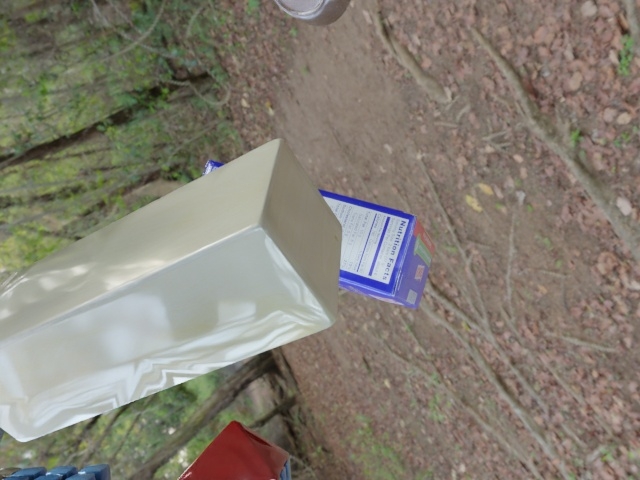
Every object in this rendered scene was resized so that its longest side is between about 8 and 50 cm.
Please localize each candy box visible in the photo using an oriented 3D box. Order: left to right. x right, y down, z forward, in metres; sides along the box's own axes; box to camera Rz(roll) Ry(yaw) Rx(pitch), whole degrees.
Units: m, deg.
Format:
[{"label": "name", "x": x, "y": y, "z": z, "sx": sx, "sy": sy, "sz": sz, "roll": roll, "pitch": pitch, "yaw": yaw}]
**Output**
[{"label": "candy box", "x": 0.000, "y": 0.000, "z": 0.961, "sx": 0.317, "sy": 0.122, "sz": 0.268, "roll": 17, "pitch": 175, "yaw": 17}]

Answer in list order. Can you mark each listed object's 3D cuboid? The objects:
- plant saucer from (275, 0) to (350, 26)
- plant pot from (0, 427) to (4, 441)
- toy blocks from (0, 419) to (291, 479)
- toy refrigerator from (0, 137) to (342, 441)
[{"label": "plant saucer", "x": -0.027, "y": -0.348, "z": 0.787, "sx": 0.168, "sy": 0.029, "sz": 0.169, "roll": 34, "pitch": 141, "yaw": 32}, {"label": "plant pot", "x": -0.522, "y": 0.263, "z": 0.735, "sx": 0.252, "sy": 0.248, "sz": 0.247, "roll": 4, "pitch": 154, "yaw": 45}, {"label": "toy blocks", "x": -0.154, "y": 0.224, "z": 0.278, "sx": 0.191, "sy": 0.381, "sz": 0.261, "roll": 46, "pitch": -140, "yaw": -83}, {"label": "toy refrigerator", "x": -0.120, "y": 0.044, "z": 0.440, "sx": 0.094, "sy": 0.269, "sz": 0.102, "roll": 55, "pitch": -157, "yaw": -30}]
